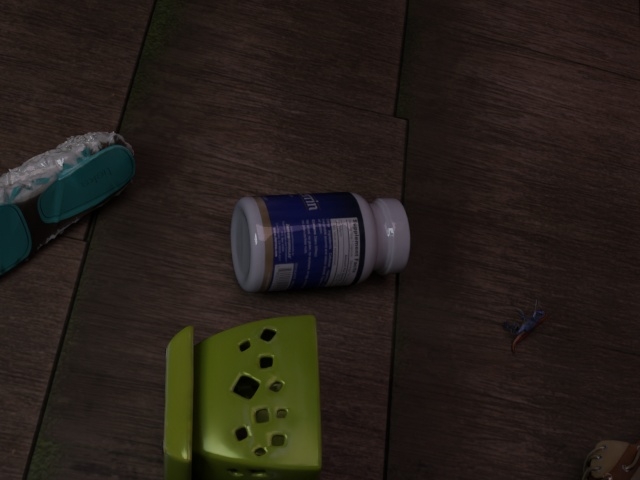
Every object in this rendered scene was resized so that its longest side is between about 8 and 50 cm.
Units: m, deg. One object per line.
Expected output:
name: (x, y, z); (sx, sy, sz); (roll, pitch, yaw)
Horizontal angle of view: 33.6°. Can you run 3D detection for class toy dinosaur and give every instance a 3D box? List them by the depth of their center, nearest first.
toy dinosaur: (0.348, 0.141, 1.782); (0.082, 0.047, 0.090); (-1, 92, -27)

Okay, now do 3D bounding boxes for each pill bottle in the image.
pill bottle: (0.000, 0.000, 1.690); (0.264, 0.153, 0.153); (-3, 60, -19)

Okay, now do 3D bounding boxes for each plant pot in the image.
plant pot: (-0.113, 0.247, 1.465); (0.207, 0.227, 0.228); (1, 59, -8)

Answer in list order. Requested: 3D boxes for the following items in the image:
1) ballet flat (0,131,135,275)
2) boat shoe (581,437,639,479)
ballet flat: (-0.467, -0.050, 1.622); (0.409, 0.147, 0.147); (-34, 73, -34)
boat shoe: (0.454, 0.368, 1.619); (0.324, 0.123, 0.120); (-20, 60, -35)
